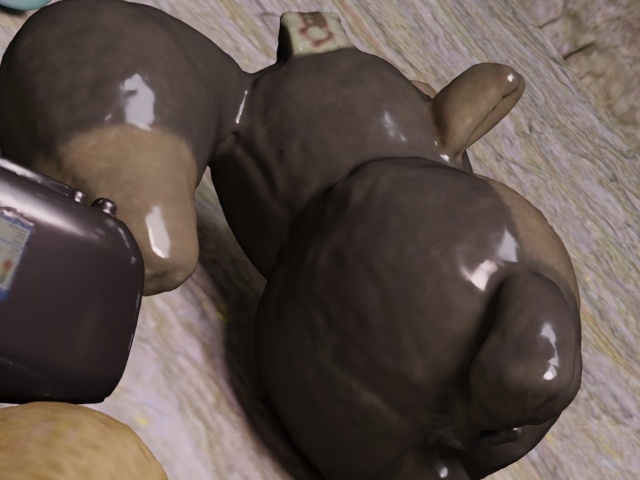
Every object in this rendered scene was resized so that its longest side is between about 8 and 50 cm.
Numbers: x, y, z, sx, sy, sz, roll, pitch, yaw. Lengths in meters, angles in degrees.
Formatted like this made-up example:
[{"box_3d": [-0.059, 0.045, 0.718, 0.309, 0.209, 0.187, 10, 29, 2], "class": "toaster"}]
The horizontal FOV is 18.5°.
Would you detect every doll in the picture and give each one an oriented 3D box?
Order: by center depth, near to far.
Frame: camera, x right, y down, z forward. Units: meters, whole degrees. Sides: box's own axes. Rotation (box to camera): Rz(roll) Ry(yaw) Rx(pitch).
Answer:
[{"box_3d": [-0.014, 0.028, 1.237, 0.378, 0.252, 0.382, 1, 37, -20], "class": "doll"}]

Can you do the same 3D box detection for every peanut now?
[{"box_3d": [-0.128, 0.146, 0.843, 0.137, 0.122, 0.253, 53, 14, -15], "class": "peanut"}]

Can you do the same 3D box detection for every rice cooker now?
[{"box_3d": [-0.180, 0.010, 0.929, 0.203, 0.118, 0.142, 23, -2, -27], "class": "rice cooker"}]

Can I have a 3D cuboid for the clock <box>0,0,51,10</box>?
[{"box_3d": [-0.279, -0.298, 1.376, 0.223, 0.094, 0.274, 26, 31, -49], "class": "clock"}]
